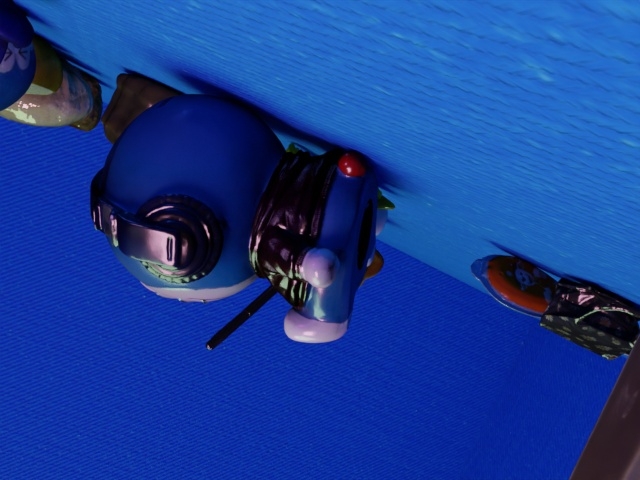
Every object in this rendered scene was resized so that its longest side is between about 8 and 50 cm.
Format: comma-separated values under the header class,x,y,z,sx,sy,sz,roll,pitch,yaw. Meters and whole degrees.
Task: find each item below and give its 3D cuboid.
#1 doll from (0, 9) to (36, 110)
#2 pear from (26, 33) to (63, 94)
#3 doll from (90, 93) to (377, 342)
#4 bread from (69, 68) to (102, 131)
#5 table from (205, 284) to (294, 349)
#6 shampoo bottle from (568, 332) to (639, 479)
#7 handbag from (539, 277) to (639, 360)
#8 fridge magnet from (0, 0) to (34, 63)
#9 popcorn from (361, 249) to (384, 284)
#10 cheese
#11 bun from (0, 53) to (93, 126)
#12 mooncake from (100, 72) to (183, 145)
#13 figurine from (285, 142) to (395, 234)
class,x,y,z,sx,sy,sz,roll,pitch,yaw
doll,-0.484,-0.278,0.922,0.257,0.161,0.215,42,-165,4
pear,-0.505,-0.305,1.193,0.141,0.104,0.141,2,-178,0
doll,-0.098,-0.036,0.798,0.310,0.240,0.284,11,-156,11
bread,-0.587,-0.335,1.586,0.230,0.123,0.230,26,175,3
table,-0.130,0.044,1.325,0.317,0.317,0.249,26,-143,34
shampoo bottle,0.223,0.196,0.500,0.126,0.350,0.084,27,180,-26
handbag,0.352,0.091,0.866,0.115,0.072,0.139,28,167,-2
fridge magnet,-0.390,-0.236,0.631,0.265,0.112,0.265,27,-178,-1
popcorn,0.000,0.000,1.576,0.265,0.225,0.332,5,-154,-44
cheese,0.321,0.083,0.968,0.256,0.037,0.106,23,-139,-1
bun,-0.534,-0.307,1.339,0.222,0.127,0.222,13,-147,-9
mooncake,-0.225,-0.154,1.086,0.228,0.124,0.228,27,-179,0
figurine,0.025,-0.054,0.930,0.178,0.109,0.129,22,156,37
